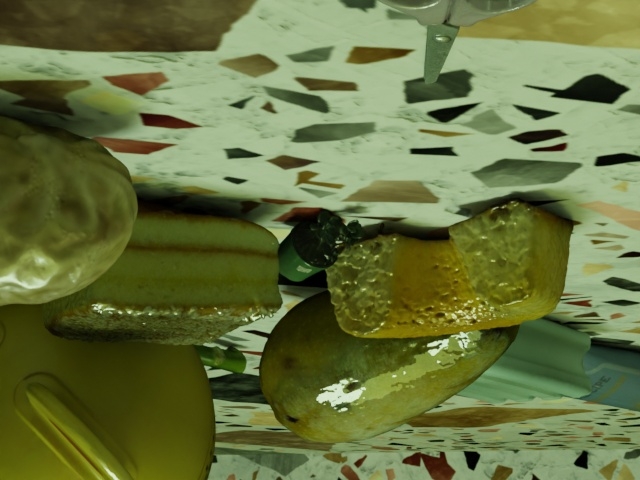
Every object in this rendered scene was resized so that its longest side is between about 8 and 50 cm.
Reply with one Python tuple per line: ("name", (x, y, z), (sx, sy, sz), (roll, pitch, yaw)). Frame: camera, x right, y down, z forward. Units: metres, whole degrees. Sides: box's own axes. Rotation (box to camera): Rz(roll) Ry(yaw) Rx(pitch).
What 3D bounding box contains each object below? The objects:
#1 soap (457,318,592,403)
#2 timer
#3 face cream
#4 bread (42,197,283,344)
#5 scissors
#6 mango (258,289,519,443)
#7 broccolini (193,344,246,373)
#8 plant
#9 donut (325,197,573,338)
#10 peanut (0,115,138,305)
("soap", (0.201, 0.138, 1.679), (0.160, 0.087, 0.265), (-9, 162, 39))
("timer", (-0.293, 0.188, 1.459), (0.376, 0.376, 0.387), (-1, 152, 11))
("face cream", (0.446, 0.197, 1.901), (0.385, 0.086, 0.135), (12, 146, -23))
("bread", (-0.156, 0.032, 1.274), (0.184, 0.110, 0.234), (4, 168, -22))
("scissors", (0.073, -0.126, 0.803), (0.100, 0.015, 0.189), (3, 168, 0))
("mango", (0.074, 0.114, 1.487), (0.329, 0.175, 0.176), (-29, -175, 26))
("broccolini", (-0.240, 0.136, 1.804), (0.079, 0.074, 0.392), (-48, 148, 14))
("plant", (0.000, 0.000, 1.243), (0.051, 0.051, 0.102), (11, 150, -34))
("donut", (0.141, 0.030, 1.270), (0.152, 0.101, 0.259), (8, 162, -45))
("peanut", (-0.296, -0.025, 0.999), (0.325, 0.140, 0.153), (6, 148, 3))
